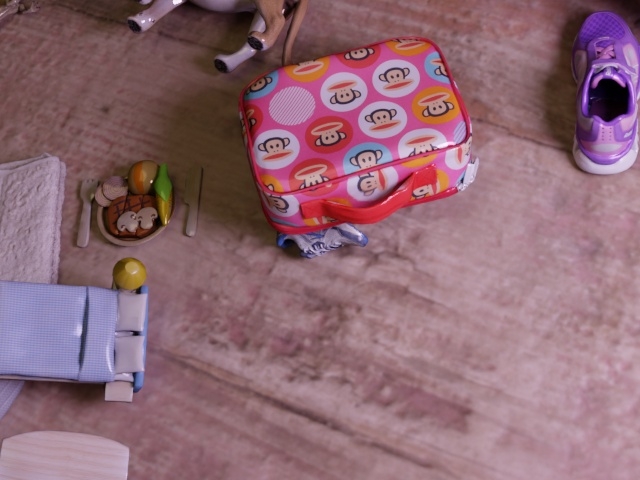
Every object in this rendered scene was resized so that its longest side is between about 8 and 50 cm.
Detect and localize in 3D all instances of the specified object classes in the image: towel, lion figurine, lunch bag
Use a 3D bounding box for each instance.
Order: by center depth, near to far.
[{"bbox_3d":[0.050,-0.127,1.262,0.293,0.120,0.258,-14,52,0],"label":"lunch bag"},{"bbox_3d":[-0.468,0.007,1.417,0.187,0.049,0.282,-11,63,12],"label":"towel"},{"bbox_3d":[-0.145,-0.395,1.487,0.392,0.142,0.240,30,61,12],"label":"lion figurine"}]

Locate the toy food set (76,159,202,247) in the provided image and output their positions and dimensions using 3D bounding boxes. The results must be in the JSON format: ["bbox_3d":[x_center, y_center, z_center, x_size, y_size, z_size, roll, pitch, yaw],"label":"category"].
[{"bbox_3d":[-0.268,-0.055,1.394,0.191,0.038,0.133,-7,63,13],"label":"toy food set"}]

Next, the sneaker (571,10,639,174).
[{"bbox_3d":[0.370,-0.208,1.247,0.095,0.104,0.237,-1,63,17],"label":"sneaker"}]

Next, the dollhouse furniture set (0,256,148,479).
[{"bbox_3d":[-0.347,0.143,1.160,0.286,0.198,0.304,8,69,-17],"label":"dollhouse furniture set"}]

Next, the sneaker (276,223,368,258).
[{"bbox_3d":[0.000,0.000,1.290,0.135,0.052,0.058,11,78,28],"label":"sneaker"}]

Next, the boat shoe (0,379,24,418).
[{"bbox_3d":[-0.545,0.246,1.280,0.335,0.121,0.119,-41,65,-4],"label":"boat shoe"}]

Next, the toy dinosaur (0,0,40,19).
[{"bbox_3d":[-0.528,-0.399,1.641,0.092,0.053,0.183,0,56,33],"label":"toy dinosaur"}]
